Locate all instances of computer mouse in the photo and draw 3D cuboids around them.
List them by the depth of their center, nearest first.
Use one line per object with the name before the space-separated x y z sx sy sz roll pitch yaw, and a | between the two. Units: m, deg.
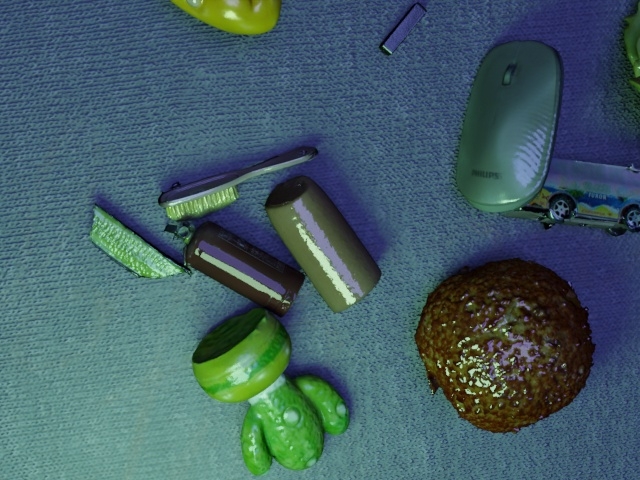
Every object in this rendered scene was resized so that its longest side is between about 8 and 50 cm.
computer mouse | 0.346 -0.213 1.840 0.095 0.197 0.331 15 84 -49

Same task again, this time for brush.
brush | -0.148 -0.104 1.851 0.312 0.072 0.067 -20 120 -9

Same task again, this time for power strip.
power strip | 0.155 -0.398 1.872 0.029 0.038 0.111 40 90 -10

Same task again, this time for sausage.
sausage | 0.000 0.000 1.842 0.123 0.123 0.253 -37 98 -3

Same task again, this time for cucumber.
cucumber | -0.343 0.022 1.838 0.220 0.046 0.070 36 92 -7

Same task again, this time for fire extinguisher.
fire extinguisher | -0.167 0.039 1.830 0.268 0.105 0.105 29 90 -8

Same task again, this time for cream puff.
cream puff | 0.354 0.199 1.855 0.350 0.228 0.351 0 94 -5

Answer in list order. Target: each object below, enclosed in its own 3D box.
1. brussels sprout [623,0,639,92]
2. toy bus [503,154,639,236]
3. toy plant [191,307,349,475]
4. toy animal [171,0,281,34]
brussels sprout | 0.783 -0.311 1.816 0.361 0.425 0.342 30 135 -30
toy bus | 0.518 -0.085 1.916 0.316 0.112 0.138 6 84 -9
toy plant | -0.089 0.297 1.838 0.224 0.184 0.316 -42 109 -19
toy animal | -0.126 -0.514 1.684 0.345 0.247 0.278 -22 79 -19
